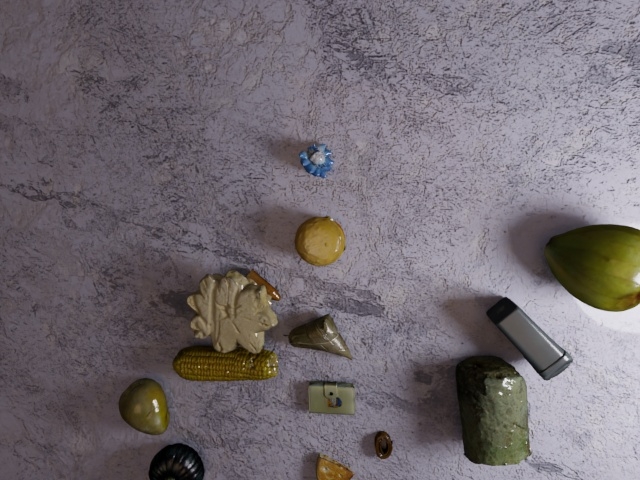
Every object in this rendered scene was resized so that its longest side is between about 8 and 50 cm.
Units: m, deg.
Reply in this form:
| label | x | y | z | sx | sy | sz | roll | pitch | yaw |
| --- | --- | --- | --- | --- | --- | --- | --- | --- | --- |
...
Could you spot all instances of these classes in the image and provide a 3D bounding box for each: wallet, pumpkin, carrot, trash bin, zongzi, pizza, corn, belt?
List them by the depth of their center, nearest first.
| label | x | y | z | sx | sy | sz | roll | pitch | yaw |
| --- | --- | --- | --- | --- | --- | --- | --- | --- | --- |
| trash bin | 0.600 | 0.285 | 1.226 | 0.101 | 0.177 | 0.236 | -44 | 84 | 12 |
| zongzi | -0.012 | 0.348 | 1.387 | 0.189 | 0.081 | 0.178 | -26 | 102 | 17 |
| carrot | -0.185 | 0.151 | 1.400 | 0.139 | 0.048 | 0.048 | 38 | 101 | 1 |
| belt | 0.209 | 0.674 | 1.407 | 0.059 | 0.036 | 0.083 | -3 | 97 | 3 |
| wallet | 0.038 | 0.520 | 1.413 | 0.155 | 0.039 | 0.110 | -1 | 100 | 10 |
| corn | -0.317 | 0.411 | 1.418 | 0.363 | 0.120 | 0.120 | 1 | 97 | 9 |
| pizza | 0.049 | 0.793 | 1.441 | 0.131 | 0.041 | 0.178 | -29 | 88 | 5 |
| pumpkin | -0.500 | 0.806 | 1.488 | 0.194 | 0.150 | 0.194 | -8 | 122 | -13 |

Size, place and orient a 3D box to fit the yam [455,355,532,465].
| label | x | y | z | sx | sy | sz | roll | pitch | yaw |
| --- | --- | --- | --- | --- | --- | --- | --- | --- | --- |
| yam | 0.510 | 0.499 | 1.260 | 0.195 | 0.195 | 0.300 | -7 | 96 | 10 |

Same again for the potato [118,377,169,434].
| label | x | y | z | sx | sy | sz | roll | pitch | yaw |
| --- | --- | --- | --- | --- | --- | --- | --- | --- | --- |
| potato | -0.602 | 0.586 | 1.482 | 0.157 | 0.157 | 0.194 | -25 | 105 | 11 |

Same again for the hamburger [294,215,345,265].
| label | x | y | z | sx | sy | sz | roll | pitch | yaw |
| --- | --- | --- | --- | --- | --- | --- | --- | --- | --- |
| hamburger | 0.000 | 0.000 | 1.315 | 0.162 | 0.115 | 0.162 | 1 | 96 | 7 |

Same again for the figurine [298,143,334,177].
| label | x | y | z | sx | sy | sz | roll | pitch | yaw |
| --- | --- | --- | --- | --- | --- | --- | --- | --- | --- |
| figurine | -0.007 | -0.238 | 1.306 | 0.114 | 0.079 | 0.114 | 10 | 67 | -25 |

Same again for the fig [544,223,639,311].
| label | x | y | z | sx | sy | sz | roll | pitch | yaw |
| --- | --- | --- | --- | --- | --- | --- | --- | --- | --- |
| fig | 0.749 | 0.059 | 1.145 | 0.271 | 0.239 | 0.239 | 27 | 101 | 20 |

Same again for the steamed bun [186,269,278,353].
| label | x | y | z | sx | sy | sz | roll | pitch | yaw |
| --- | --- | --- | --- | --- | --- | --- | --- | --- | --- |
| steamed bun | -0.266 | 0.222 | 1.368 | 0.295 | 0.137 | 0.292 | -43 | 88 | 18 |
